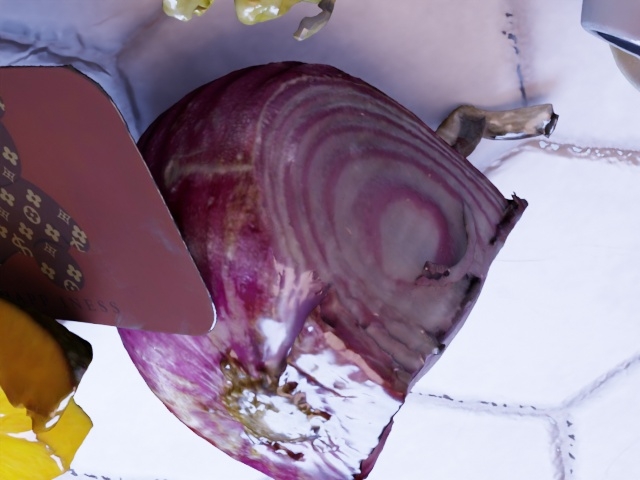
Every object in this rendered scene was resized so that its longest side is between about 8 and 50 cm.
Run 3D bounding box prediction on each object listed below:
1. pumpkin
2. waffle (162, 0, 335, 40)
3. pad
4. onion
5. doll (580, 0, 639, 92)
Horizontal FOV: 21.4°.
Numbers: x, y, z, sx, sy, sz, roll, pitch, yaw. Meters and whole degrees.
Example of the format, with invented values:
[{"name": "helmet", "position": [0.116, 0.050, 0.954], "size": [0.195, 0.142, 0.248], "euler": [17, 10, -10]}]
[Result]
[{"name": "pumpkin", "position": [-0.261, 0.096, 1.075], "size": [0.290, 0.095, 0.258], "euler": [9, 150, 9]}, {"name": "waffle", "position": [-0.003, -0.244, 0.847], "size": [0.280, 0.060, 0.262], "euler": [-34, 130, -22]}, {"name": "pad", "position": [-0.181, -0.023, 0.967], "size": [0.267, 0.004, 0.181], "euler": [3, 129, 40]}, {"name": "onion", "position": [-0.020, 0.017, 1.041], "size": [0.230, 0.272, 0.256], "euler": [28, 117, -1]}, {"name": "doll", "position": [0.176, -0.176, 0.935], "size": [0.271, 0.144, 0.208], "euler": [14, 164, -18]}]
